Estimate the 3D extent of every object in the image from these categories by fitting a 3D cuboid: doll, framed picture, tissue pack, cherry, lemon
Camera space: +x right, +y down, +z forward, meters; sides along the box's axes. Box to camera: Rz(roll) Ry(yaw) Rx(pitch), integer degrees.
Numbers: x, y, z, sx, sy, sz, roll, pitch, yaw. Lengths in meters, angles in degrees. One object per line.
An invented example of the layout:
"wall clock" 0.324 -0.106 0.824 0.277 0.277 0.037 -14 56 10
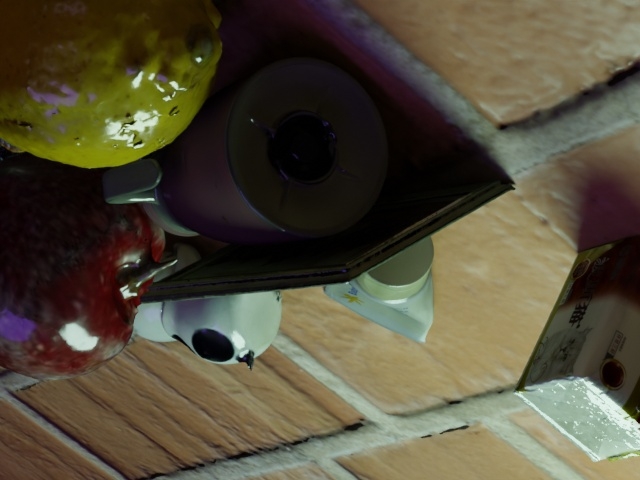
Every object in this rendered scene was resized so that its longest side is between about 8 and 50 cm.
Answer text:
"doll" -0.127 0.064 1.708 0.181 0.107 0.110 17 171 33
"framed picture" 0.000 0.000 1.405 0.274 0.217 0.017 -7 106 46
"tissue pack" 0.246 0.089 1.361 0.106 0.148 0.099 40 149 -19
"cherry" -0.283 0.014 1.624 0.300 0.230 0.203 14 171 22
"lemon" -0.186 -0.158 1.303 0.260 0.204 0.204 9 145 38

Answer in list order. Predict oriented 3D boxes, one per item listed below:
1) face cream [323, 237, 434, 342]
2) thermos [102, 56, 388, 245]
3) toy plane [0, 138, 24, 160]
"face cream" 0.060 0.047 1.564 0.114 0.070 0.224 27 160 5
"thermos" -0.081 -0.060 1.419 0.176 0.146 0.265 -3 175 -30
"toy plane" -0.247 -0.139 1.481 0.316 0.103 0.204 4 113 23
